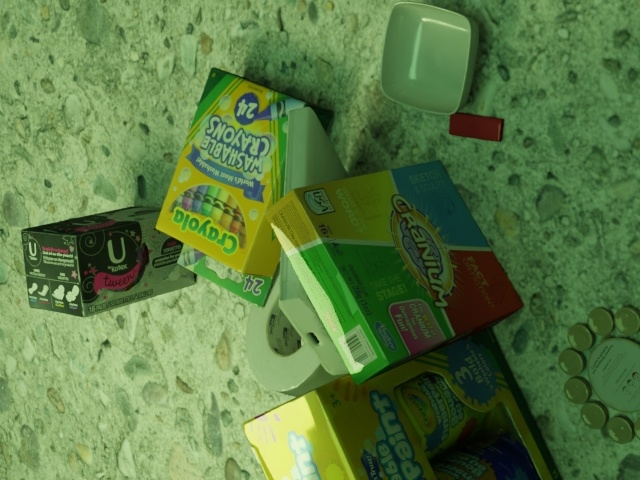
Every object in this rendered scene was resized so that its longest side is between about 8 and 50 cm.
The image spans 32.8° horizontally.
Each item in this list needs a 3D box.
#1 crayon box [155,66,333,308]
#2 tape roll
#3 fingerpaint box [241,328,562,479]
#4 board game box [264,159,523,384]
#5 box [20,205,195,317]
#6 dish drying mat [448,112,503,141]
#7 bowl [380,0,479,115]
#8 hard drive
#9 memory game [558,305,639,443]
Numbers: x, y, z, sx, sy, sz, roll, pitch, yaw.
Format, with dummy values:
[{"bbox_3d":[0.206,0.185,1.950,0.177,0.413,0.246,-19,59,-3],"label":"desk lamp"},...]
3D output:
[{"bbox_3d":[-0.129,-0.082,1.676,0.203,0.083,0.323,25,99,35],"label":"crayon box"},{"bbox_3d":[-0.019,0.127,1.635,0.219,0.072,0.219,-25,55,43],"label":"tape roll"},{"bbox_3d":[0.157,0.363,1.400,0.163,0.371,0.445,-32,78,42],"label":"fingerpaint box"},{"bbox_3d":[0.103,0.028,1.399,0.064,0.316,0.242,-38,75,39],"label":"board game box"},{"bbox_3d":[-0.359,0.028,1.857,0.163,0.247,0.142,5,105,41],"label":"box"},{"bbox_3d":[0.210,-0.154,1.469,0.083,0.008,0.032,14,109,40],"label":"dish drying mat"},{"bbox_3d":[0.152,-0.247,1.466,0.142,0.053,0.142,22,114,35],"label":"bowl"},{"bbox_3d":[0.000,0.000,1.476,0.040,0.203,0.308,-11,53,16],"label":"hard drive"},{"bbox_3d":[0.388,0.173,1.388,0.186,0.012,0.186,13,109,40],"label":"memory game"}]
